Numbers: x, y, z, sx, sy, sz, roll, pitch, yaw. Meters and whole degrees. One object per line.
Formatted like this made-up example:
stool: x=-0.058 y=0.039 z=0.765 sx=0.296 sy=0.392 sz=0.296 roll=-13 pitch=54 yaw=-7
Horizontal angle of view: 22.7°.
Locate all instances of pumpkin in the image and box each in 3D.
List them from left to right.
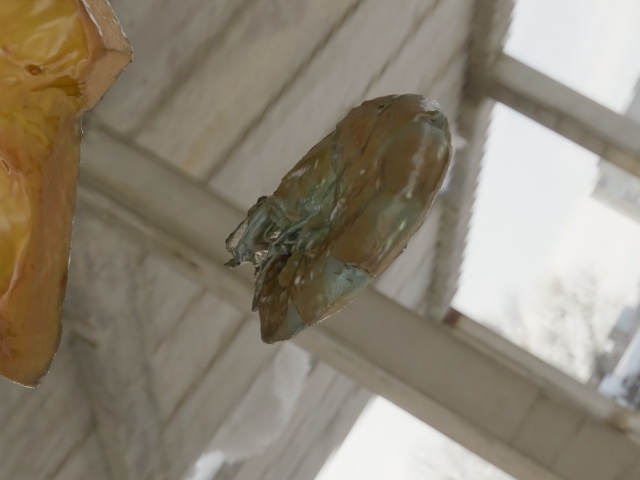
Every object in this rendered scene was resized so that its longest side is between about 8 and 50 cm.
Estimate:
pumpkin: x=-0.238 y=-0.091 z=0.869 sx=0.095 sy=0.258 sz=0.290 roll=-56 pitch=-19 yaw=-77

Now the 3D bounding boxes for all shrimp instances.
shrimp: x=0.000 y=0.000 z=0.599 sx=0.099 sy=0.041 sz=0.180 roll=-67 pitch=16 yaw=-17
